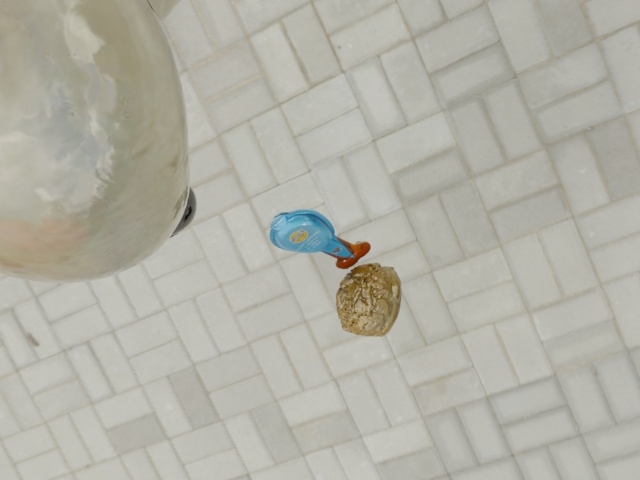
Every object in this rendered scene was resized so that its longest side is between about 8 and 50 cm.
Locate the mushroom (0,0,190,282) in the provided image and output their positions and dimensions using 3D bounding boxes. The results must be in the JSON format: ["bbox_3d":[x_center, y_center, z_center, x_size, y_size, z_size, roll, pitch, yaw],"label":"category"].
[{"bbox_3d":[-0.188,-0.128,0.420,0.293,0.290,0.292,23,145,17],"label":"mushroom"}]

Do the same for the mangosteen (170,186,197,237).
[{"bbox_3d":[-0.268,-0.068,0.942,0.140,0.140,0.139,2,104,9],"label":"mangosteen"}]

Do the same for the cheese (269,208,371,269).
[{"bbox_3d":[0.000,0.000,1.110,0.106,0.256,0.037,-40,50,23],"label":"cheese"}]

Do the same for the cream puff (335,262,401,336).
[{"bbox_3d":[0.091,0.117,1.176,0.115,0.165,0.150,24,106,-15],"label":"cream puff"}]
